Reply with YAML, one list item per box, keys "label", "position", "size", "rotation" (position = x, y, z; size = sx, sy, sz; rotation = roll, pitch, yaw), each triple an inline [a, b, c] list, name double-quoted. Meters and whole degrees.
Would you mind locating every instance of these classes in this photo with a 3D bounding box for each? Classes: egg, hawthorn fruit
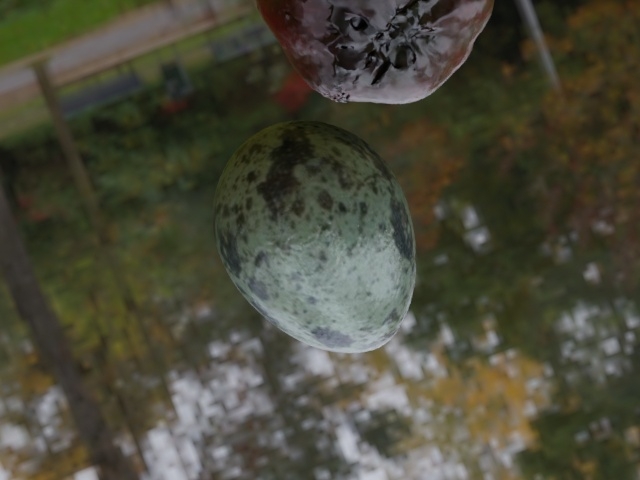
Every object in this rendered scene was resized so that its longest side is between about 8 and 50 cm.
- label: "egg"
  position: [0.000, 0.000, 1.313]
  size: [0.132, 0.172, 0.132]
  rotation: [-28, -167, 7]
- label: "hawthorn fruit"
  position: [0.034, -0.205, 1.468]
  size: [0.181, 0.181, 0.235]
  rotation: [-21, -151, 4]
